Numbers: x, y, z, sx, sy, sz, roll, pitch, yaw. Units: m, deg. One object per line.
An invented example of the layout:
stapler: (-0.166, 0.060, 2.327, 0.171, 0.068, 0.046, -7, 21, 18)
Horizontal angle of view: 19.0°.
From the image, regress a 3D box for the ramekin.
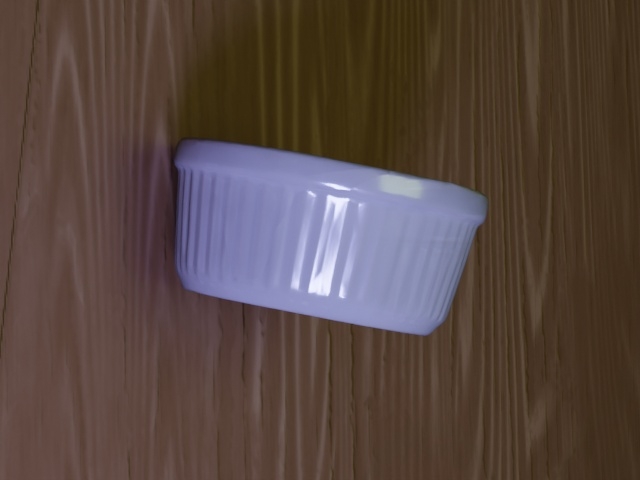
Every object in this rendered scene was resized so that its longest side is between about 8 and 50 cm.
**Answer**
ramekin: (0.000, 0.000, 1.612, 0.273, 0.273, 0.127, 12, 89, -55)
